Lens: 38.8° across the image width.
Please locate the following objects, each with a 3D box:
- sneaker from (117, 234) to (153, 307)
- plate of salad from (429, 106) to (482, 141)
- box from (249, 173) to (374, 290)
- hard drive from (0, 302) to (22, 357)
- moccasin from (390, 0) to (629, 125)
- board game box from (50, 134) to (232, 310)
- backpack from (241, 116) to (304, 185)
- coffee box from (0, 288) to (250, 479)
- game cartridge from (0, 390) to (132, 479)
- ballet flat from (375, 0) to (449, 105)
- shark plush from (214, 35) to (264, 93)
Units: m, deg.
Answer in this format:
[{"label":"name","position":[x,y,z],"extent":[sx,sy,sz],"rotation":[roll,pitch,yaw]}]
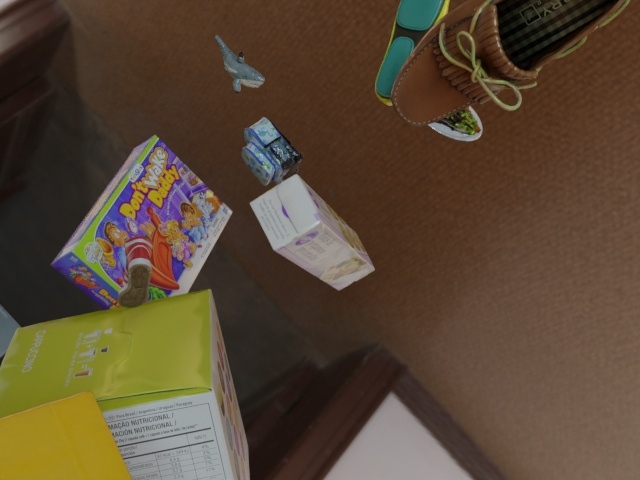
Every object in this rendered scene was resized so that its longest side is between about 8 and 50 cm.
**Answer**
[{"label":"sneaker","position":[-0.259,0.041,1.273],"extent":[0.042,0.067,0.118],"rotation":[6,143,-20]},{"label":"plate of salad","position":[0.296,-0.307,2.113],"extent":[0.200,0.200,0.048],"rotation":[39,131,7]},{"label":"box","position":[0.000,0.000,1.111],"extent":[0.067,0.063,0.324],"rotation":[61,-173,17]},{"label":"hard drive","position":[-0.641,0.188,1.729],"extent":[0.094,0.135,0.022],"rotation":[56,165,-26]},{"label":"moccasin","position":[0.251,-0.263,1.216],"extent":[0.380,0.147,0.139],"rotation":[-24,111,31]},{"label":"board game box","position":[-0.337,-0.008,1.779],"extent":[0.078,0.347,0.233],"rotation":[-25,120,40]},{"label":"backpack","position":[-0.099,-0.165,1.688],"extent":[0.114,0.084,0.105],"rotation":[54,165,6]},{"label":"coffee box","position":[-0.301,0.315,1.422],"extent":[0.338,0.338,0.334],"rotation":[-108,8,-67]},{"label":"game cartridge","position":[-0.337,0.327,0.936],"extent":[0.285,0.323,0.053],"rotation":[58,144,25]},{"label":"ballet flat","position":[0.151,-0.320,1.438],"extent":[0.077,0.231,0.077],"rotation":[24,-176,29]},{"label":"shark plush","position":[-0.199,-0.443,2.246],"extent":[0.161,0.073,0.067],"rotation":[60,142,6]}]
